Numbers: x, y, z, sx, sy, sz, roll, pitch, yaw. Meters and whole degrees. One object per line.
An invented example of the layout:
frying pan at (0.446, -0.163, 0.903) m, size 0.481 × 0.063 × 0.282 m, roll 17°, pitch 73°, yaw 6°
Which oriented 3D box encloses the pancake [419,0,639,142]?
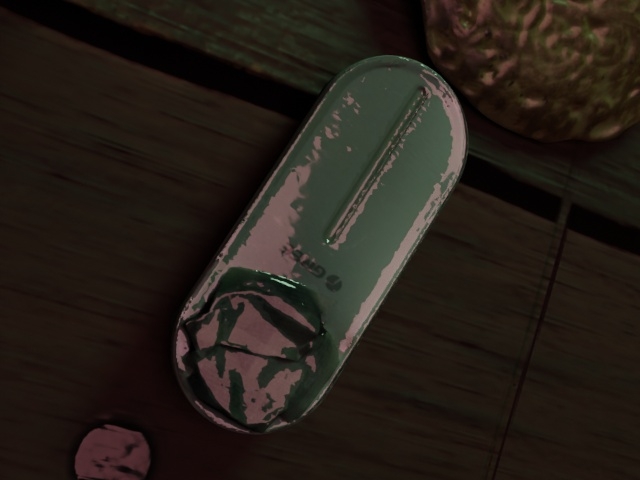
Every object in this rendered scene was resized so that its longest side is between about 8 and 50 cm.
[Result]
pancake at (0.166, -0.170, 0.615) m, size 0.235 × 0.029 × 0.212 m, roll 42°, pitch 91°, yaw -21°

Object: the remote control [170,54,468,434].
remote control at (0.000, 0.000, 0.563) m, size 0.104 × 0.052 × 0.247 m, roll 37°, pitch 79°, yaw -17°
